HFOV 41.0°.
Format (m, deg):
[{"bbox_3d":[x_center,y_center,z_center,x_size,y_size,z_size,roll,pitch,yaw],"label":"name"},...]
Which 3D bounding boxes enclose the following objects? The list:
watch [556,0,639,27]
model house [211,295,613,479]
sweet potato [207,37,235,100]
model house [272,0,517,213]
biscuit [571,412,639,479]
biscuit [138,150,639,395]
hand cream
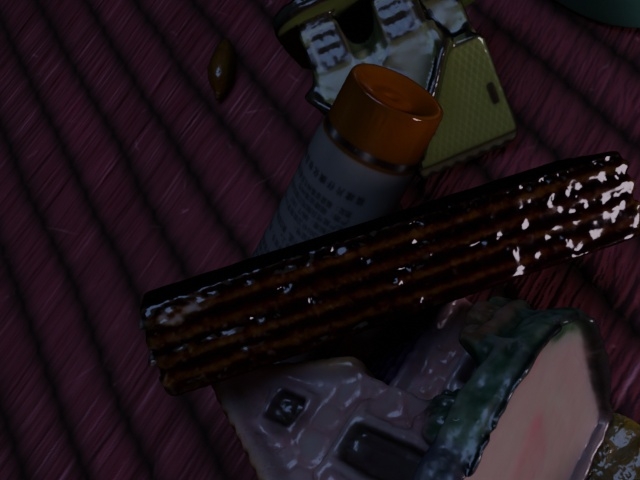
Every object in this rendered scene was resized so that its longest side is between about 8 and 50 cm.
[{"bbox_3d":[0.331,-0.318,0.902,0.195,0.068,0.237,-36,53,1],"label":"watch"},{"bbox_3d":[0.060,0.138,0.649,0.237,0.202,0.237,16,63,39],"label":"model house"},{"bbox_3d":[-0.122,-0.215,1.052,0.034,0.034,0.095,-8,61,18],"label":"sweet potato"},{"bbox_3d":[0.112,-0.119,0.838,0.218,0.205,0.279,-23,84,10],"label":"model house"},{"bbox_3d":[0.200,0.191,0.681,0.147,0.018,0.071,-33,49,-1],"label":"biscuit"},{"bbox_3d":[0.055,0.017,0.657,0.388,0.107,0.073,-17,95,-9],"label":"biscuit"},{"bbox_3d":[0.000,0.000,0.765,0.314,0.089,0.140,-57,49,31],"label":"hand cream"}]
